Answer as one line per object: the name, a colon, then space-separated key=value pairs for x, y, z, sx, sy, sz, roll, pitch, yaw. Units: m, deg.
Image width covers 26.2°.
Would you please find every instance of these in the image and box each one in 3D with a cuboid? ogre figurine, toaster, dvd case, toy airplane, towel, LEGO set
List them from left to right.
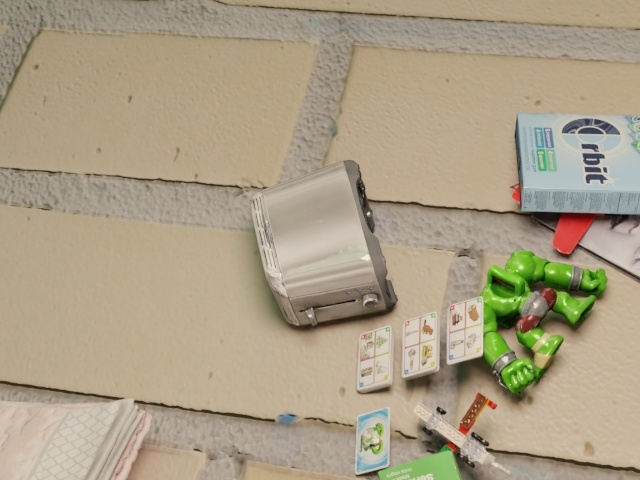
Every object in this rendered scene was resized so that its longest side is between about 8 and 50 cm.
towel: x=-0.383 y=0.305 z=1.545 sx=0.316 sy=0.053 sz=0.332 roll=-5 pitch=37 yaw=23
toaster: x=0.000 y=0.000 z=1.717 sx=0.146 sy=0.129 sz=0.227 roll=-16 pitch=55 yaw=2
LEGO set: x=0.125 y=0.202 z=1.588 sx=0.182 sy=0.060 sz=0.244 roll=-21 pitch=51 yaw=33
ogre figurine: x=0.246 y=0.081 z=1.632 sx=0.118 sy=0.097 sz=0.197 roll=35 pitch=80 yaw=18
toy airplane: x=0.309 y=-0.057 z=1.737 sx=0.151 sy=0.028 sz=0.151 roll=-6 pitch=53 yaw=7
dvd case: x=0.403 y=-0.032 z=1.728 sx=0.221 sy=0.018 sz=0.164 roll=33 pitch=66 yaw=28

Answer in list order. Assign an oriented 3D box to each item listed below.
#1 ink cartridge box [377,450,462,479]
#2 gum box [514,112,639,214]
ink cartridge box: x=0.132 y=0.350 z=1.428 sx=0.086 sy=0.153 sz=0.208 roll=-16 pitch=53 yaw=0
gum box: x=0.341 y=-0.098 z=1.728 sx=0.184 sy=0.041 sz=0.157 roll=2 pitch=42 yaw=3
